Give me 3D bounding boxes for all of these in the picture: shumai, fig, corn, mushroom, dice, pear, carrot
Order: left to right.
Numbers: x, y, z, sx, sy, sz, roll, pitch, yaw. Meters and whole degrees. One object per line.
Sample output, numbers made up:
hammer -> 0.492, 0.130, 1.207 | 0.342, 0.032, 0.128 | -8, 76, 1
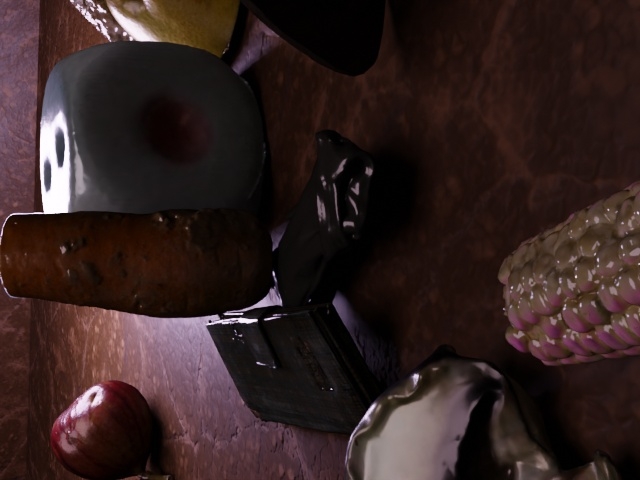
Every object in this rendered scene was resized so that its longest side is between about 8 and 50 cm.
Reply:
fig -> -0.411, 0.414, 1.445 | 0.249, 0.203, 0.186 | 49, 179, 0
shumai -> -0.342, -0.452, 1.326 | 0.185, 0.218, 0.184 | -44, 47, 1
carrot -> -0.207, 0.028, 0.839 | 0.138, 0.301, 0.139 | 178, 90, -82
dice -> -0.250, -0.112, 1.033 | 0.262, 0.267, 0.265 | -27, 69, 56
pear -> -0.238, -0.379, 1.094 | 0.267, 0.177, 0.267 | -10, 79, 60
mushroom -> 0.145, 0.259, 0.541 | 0.247, 0.130, 0.344 | -43, 55, 21
corn -> 0.228, 0.000, 0.394 | 0.335, 0.126, 0.127 | -30, 66, 60

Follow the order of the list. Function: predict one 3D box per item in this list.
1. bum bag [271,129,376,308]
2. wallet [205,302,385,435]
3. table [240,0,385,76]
bum bag -> 0.000, 0.000, 0.797 | 0.326, 0.079, 0.142 | 118, 147, -59
wallet -> -0.037, 0.155, 0.848 | 0.317, 0.044, 0.169 | -14, 107, 60
table -> 0.060, -0.321, 0.583 | 0.249, 0.317, 0.318 | -14, 79, 44
